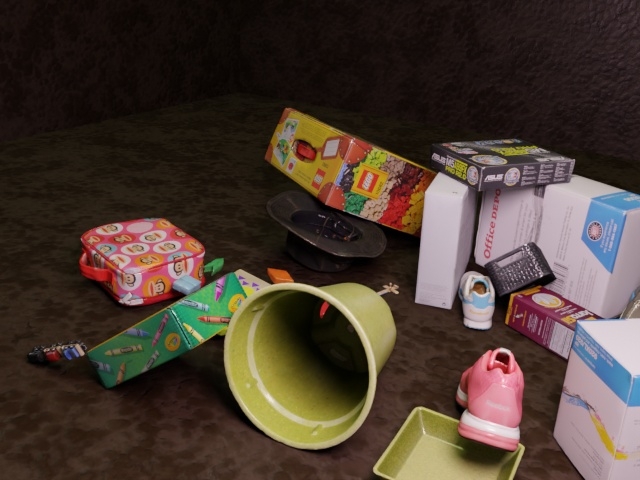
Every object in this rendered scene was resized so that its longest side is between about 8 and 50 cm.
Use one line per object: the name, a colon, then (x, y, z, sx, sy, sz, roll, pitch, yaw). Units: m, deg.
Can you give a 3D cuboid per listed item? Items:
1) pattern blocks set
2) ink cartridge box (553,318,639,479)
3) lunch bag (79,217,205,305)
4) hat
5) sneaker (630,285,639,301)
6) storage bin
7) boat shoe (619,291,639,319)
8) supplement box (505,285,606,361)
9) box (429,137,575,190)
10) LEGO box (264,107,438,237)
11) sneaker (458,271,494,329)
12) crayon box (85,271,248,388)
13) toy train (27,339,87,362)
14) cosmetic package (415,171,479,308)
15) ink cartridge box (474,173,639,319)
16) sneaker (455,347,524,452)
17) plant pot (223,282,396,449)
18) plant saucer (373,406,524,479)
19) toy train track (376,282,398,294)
pattern blocks set: (-0.151, 0.136, 1.438, 0.325, 0.026, 0.285, 30, 33, 28)
ink cartridge box: (0.501, 0.264, 1.020, 0.171, 0.233, 0.168, -1, 21, -9)
lunch bag: (-0.442, 0.046, 1.543, 0.258, 0.120, 0.293, -15, 30, -36)
hat: (0.000, 0.000, 1.700, 0.331, 0.134, 0.331, 17, 26, -9)
sneaker: (0.873, 0.170, 1.423, 0.341, 0.125, 0.139, 11, 27, 14)
storage bin: (0.468, 0.075, 1.503, 0.122, 0.084, 0.180, -29, -20, 19)
boat shoe: (0.747, 0.123, 1.385, 0.305, 0.091, 0.109, -42, 56, -9)
supplement box: (0.515, 0.180, 1.412, 0.104, 0.081, 0.188, -12, 28, -32)
box: (0.437, -0.190, 1.570, 0.270, 0.060, 0.216, -7, 24, -21)
LEGO box: (0.101, -0.214, 1.961, 0.372, 0.193, 0.500, 17, 12, -29)
sneaker: (0.375, 0.119, 1.521, 0.087, 0.092, 0.229, 4, 22, 6)
crayon box: (-0.273, 0.163, 1.156, 0.278, 0.081, 0.165, -28, 2, 37)
toy train: (-0.496, 0.210, 1.205, 0.158, 0.027, 0.036, -12, 23, 31)
cosmetic package: (0.333, -0.038, 1.640, 0.097, 0.284, 0.377, 11, 24, 17)
ink cartridge box: (0.599, -0.014, 1.615, 0.166, 0.285, 0.395, -12, 28, -32)
sneaker: (0.303, 0.244, 1.093, 0.116, 0.136, 0.314, 15, 6, 10)
plant pot: (0.013, 0.187, 1.145, 0.276, 0.276, 0.254, 14, 14, 23)
plant saucer: (0.201, 0.355, 1.003, 0.188, 0.045, 0.188, 16, 26, 25)
toy train track: (0.161, 0.121, 1.587, 0.083, 0.014, 0.048, -17, 30, -38)
